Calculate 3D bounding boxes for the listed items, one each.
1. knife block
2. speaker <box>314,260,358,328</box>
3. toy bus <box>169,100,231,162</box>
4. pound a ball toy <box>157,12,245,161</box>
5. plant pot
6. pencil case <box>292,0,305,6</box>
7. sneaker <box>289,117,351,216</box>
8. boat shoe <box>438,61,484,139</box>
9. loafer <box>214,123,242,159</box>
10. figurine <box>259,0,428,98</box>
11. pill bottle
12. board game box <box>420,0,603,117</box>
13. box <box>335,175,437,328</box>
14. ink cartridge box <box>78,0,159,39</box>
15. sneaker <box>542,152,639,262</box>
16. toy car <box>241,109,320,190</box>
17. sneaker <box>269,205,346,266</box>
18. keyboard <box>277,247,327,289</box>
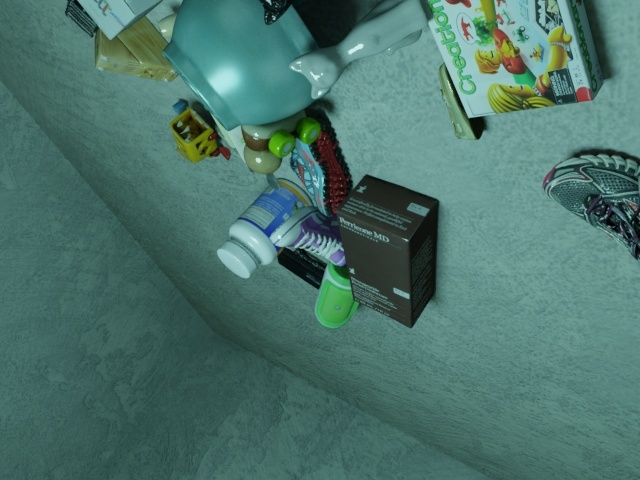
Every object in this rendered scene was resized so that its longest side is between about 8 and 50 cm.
[{"bbox_3d":[-0.480,-0.539,1.236,0.276,0.242,0.088,1,176,-33],"label":"knife block"},{"bbox_3d":[0.060,0.158,1.535,0.131,0.131,0.296,32,144,13],"label":"speaker"},{"bbox_3d":[-0.353,-0.273,1.400,0.191,0.104,0.202,27,155,52],"label":"toy bus"},{"bbox_3d":[-0.213,-0.361,1.138,0.208,0.136,0.319,48,168,49],"label":"pound a ball toy"},{"bbox_3d":[-0.148,-0.320,0.884,0.293,0.196,0.293,50,177,3],"label":"plant pot"},{"bbox_3d":[0.001,-0.422,0.802,0.152,0.070,0.064,10,98,46],"label":"pencil case"},{"bbox_3d":[-0.010,-0.177,1.187,0.125,0.104,0.261,22,140,41],"label":"sneaker"},{"bbox_3d":[0.225,-0.230,0.835,0.048,0.056,0.153,8,148,45],"label":"boat shoe"},{"bbox_3d":[-0.242,-0.273,1.381,0.125,0.045,0.039,49,170,-5],"label":"loafer"},{"bbox_3d":[0.023,-0.336,0.727,0.215,0.209,0.092,55,-167,-30],"label":"figurine"},{"bbox_3d":[-0.154,-0.030,1.383,0.152,0.272,0.152,30,153,17],"label":"pill bottle"},{"bbox_3d":[0.240,-0.316,0.677,0.193,0.053,0.305,5,138,50],"label":"board game box"},{"bbox_3d":[0.172,0.040,1.234,0.191,0.143,0.381,24,148,28],"label":"box"},{"bbox_3d":[-0.426,-0.544,1.083,0.176,0.128,0.127,2,136,49],"label":"ink cartridge box"},{"bbox_3d":[0.482,-0.029,0.757,0.299,0.112,0.121,31,153,17],"label":"sneaker"},{"bbox_3d":[-0.108,-0.198,1.072,0.155,0.149,0.188,40,142,21],"label":"toy car"},{"bbox_3d":[0.001,-0.001,1.246,0.102,0.282,0.161,-43,78,31],"label":"sneaker"},{"bbox_3d":[-0.016,0.107,1.698,0.317,0.033,0.201,32,154,13],"label":"keyboard"}]
